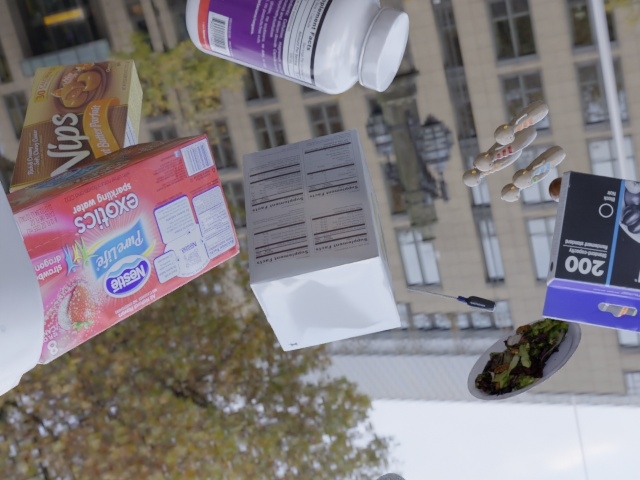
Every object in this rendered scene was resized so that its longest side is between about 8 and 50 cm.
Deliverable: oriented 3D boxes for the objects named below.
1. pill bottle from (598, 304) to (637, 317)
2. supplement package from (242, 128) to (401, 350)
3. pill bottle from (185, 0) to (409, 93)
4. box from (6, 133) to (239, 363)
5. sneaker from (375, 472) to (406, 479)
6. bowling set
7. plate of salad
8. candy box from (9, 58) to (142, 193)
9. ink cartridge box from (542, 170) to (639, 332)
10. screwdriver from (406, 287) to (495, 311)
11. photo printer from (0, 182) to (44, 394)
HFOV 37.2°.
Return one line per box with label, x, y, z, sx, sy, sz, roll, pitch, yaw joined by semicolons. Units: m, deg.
pill bottle;0.745;0.135;2.157;0.245;0.131;0.130;18;-159;5
supplement package;0.000;0.000;1.519;0.198;0.199;0.263;-13;-129;7
pill bottle;-0.034;-0.339;1.480;0.322;0.182;0.181;21;-153;15
box;-0.248;0.002;1.041;0.142;0.154;0.300;-3;-160;40
sneaker;0.058;0.528;1.619;0.161;0.102;0.282;-49;-176;48
bowling set;0.428;-0.144;2.003;0.154;0.200;0.287;-34;166;-11
plate of salad;0.311;0.175;1.484;0.199;0.048;0.200;-32;-164;10
candy box;-0.416;-0.179;1.654;0.182;0.088;0.317;-6;-130;2
ink cartridge box;0.422;0.021;1.302;0.206;0.208;0.045;8;-179;5
screwdriver;0.239;0.102;1.754;0.169;0.025;0.024;15;-138;15
photo printer;-0.316;-0.022;0.569;0.107;0.308;0.256;-40;156;32
